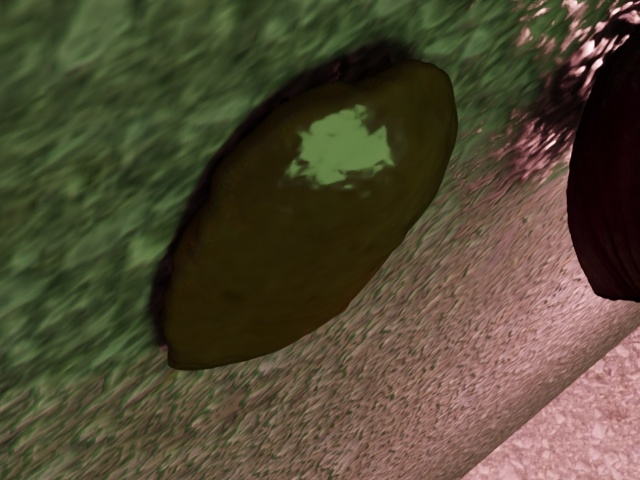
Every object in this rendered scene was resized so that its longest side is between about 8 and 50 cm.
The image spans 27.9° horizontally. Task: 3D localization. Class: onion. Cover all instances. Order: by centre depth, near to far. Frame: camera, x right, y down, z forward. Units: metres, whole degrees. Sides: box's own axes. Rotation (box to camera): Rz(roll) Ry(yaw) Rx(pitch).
[{"bbox_3d":[0.217,-0.089,0.758,0.250,0.111,0.247,-55,-171,-7],"label":"onion"}]

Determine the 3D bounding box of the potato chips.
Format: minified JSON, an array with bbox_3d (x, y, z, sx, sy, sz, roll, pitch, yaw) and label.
[{"bbox_3d":[0.000,0.000,0.547,0.150,0.049,0.201,-25,163,-35],"label":"potato chips"}]
